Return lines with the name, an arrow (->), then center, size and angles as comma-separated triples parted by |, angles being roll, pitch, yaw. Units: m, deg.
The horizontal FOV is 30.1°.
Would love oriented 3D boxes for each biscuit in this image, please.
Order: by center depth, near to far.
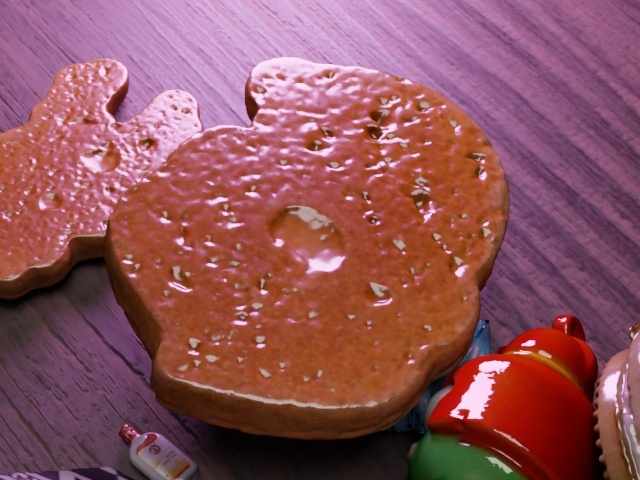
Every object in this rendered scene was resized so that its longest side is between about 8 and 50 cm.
biscuit -> 0.327, 0.190, 1.039 | 0.259, 0.079, 0.259 | 31, 45, -37
biscuit -> 0.000, 0.001, 1.139 | 0.350, 0.078, 0.455 | 28, 53, 19
biscuit -> -0.268, -0.067, 1.282 | 0.202, 0.047, 0.334 | 23, 52, 14

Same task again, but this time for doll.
doll -> 0.165, 0.195, 1.039 | 0.160, 0.182, 0.363 | -7, 36, 39

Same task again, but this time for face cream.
face cream -> -0.153, 0.200, 1.103 | 0.083, 0.021, 0.040 | 35, 54, 20

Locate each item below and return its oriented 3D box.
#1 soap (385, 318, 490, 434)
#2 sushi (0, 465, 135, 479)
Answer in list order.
soap -> 0.020, 0.075, 1.179 | 0.293, 0.077, 0.156 | 27, 54, 14
sushi -> -0.111, 0.270, 0.932 | 0.292, 0.294, 0.059 | 24, 87, 15
